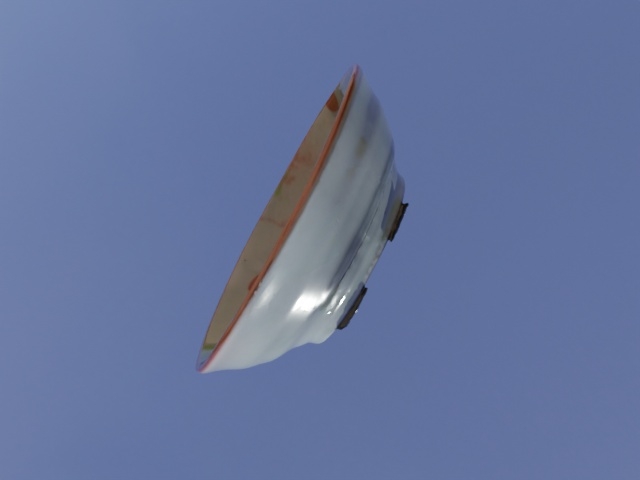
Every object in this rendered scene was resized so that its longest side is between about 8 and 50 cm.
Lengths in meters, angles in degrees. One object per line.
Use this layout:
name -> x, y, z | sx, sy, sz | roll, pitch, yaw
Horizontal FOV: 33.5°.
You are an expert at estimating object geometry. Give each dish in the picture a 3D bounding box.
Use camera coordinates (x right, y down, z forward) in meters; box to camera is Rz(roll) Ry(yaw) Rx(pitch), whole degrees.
dish -> 0.000, 0.000, 0.807 | 0.260, 0.085, 0.260 | -60, -172, 14
